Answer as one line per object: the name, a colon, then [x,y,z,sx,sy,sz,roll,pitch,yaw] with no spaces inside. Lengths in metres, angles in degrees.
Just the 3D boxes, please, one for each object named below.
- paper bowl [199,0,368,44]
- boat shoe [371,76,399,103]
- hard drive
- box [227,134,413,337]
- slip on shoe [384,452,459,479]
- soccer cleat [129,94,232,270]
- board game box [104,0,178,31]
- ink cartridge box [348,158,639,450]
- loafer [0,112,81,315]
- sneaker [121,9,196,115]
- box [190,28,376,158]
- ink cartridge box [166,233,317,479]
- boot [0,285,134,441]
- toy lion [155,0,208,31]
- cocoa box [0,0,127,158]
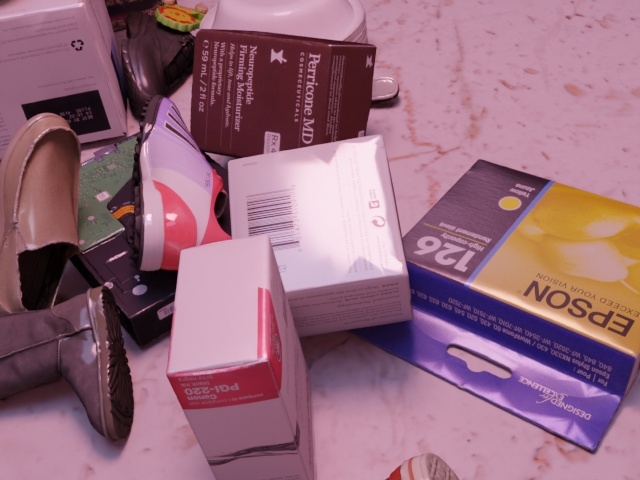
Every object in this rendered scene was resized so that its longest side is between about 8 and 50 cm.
paper bowl: [-0.064,-0.363,1.361,0.284,0.148,0.284,-4,43,4]
boat shoe: [0.064,-0.238,1.281,0.125,0.038,0.046,-5,83,12]
hard drive: [-0.221,-0.026,1.070,0.237,0.064,0.339,-31,47,-24]
box: [0.000,0.000,0.891,0.182,0.119,0.181,-9,61,4]
slip on shoe: [0.101,0.327,0.609,0.101,0.123,0.331,-35,44,18]
soccer cleat: [-0.177,-0.076,1.011,0.116,0.108,0.318,5,37,-16]
board game box: [-0.421,-0.562,1.528,0.232,0.291,0.141,-18,43,-10]
ink cartridge box: [0.237,0.045,0.918,0.303,0.072,0.307,23,48,30]
loafer: [-0.334,-0.018,0.970,0.092,0.268,0.102,13,2,28]
sneaker: [-0.272,-0.314,1.375,0.130,0.109,0.286,-2,44,-6]
box: [-0.051,-0.201,1.121,0.203,0.168,0.167,12,16,22]
ink cartridge box: [-0.067,0.128,0.758,0.092,0.218,0.158,-10,41,6]
boot: [-0.317,0.152,0.876,0.208,0.076,0.189,-16,60,0]
toy lion: [-0.240,-0.389,1.402,0.100,0.034,0.096,7,34,-26]
cocoa box: [-0.504,-0.282,1.271,0.347,0.231,0.228,-12,39,-4]
